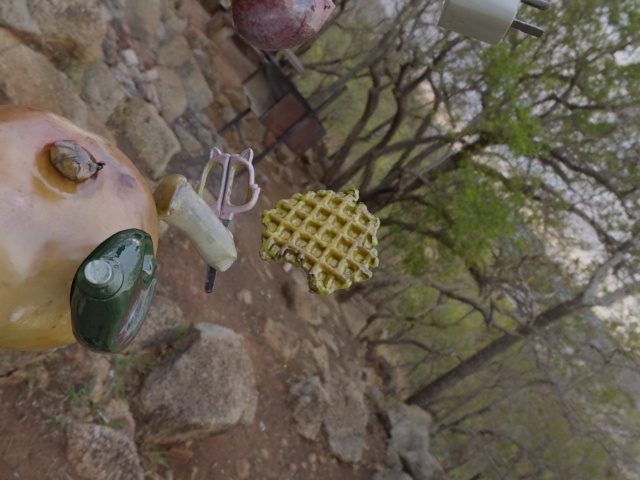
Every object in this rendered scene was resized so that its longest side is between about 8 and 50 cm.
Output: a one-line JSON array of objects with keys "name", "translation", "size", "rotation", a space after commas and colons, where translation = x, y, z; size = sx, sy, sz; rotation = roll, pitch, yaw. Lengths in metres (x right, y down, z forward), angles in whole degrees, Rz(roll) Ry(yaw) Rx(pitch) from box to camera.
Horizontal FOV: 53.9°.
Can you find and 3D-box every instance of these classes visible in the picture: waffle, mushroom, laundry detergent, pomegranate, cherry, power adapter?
[{"name": "waffle", "translation": [0.000, -0.001, 1.385], "size": [0.291, 0.291, 0.051], "rotation": [55, -17, 25]}, {"name": "mushroom", "translation": [-0.202, -0.018, 1.043], "size": [0.071, 0.084, 0.209], "rotation": [12, -29, 41]}, {"name": "laundry detergent", "translation": [-0.213, 0.045, 0.653], "size": [0.062, 0.137, 0.211], "rotation": [24, -20, -3]}, {"name": "pomegranate", "translation": [-0.370, -0.026, 0.810], "size": [0.338, 0.338, 0.338], "rotation": [48, 10, -11]}, {"name": "cherry", "translation": [-0.090, -0.534, 1.441], "size": [0.175, 0.249, 0.192], "rotation": [-62, 154, -72]}, {"name": "power adapter", "translation": [0.353, -0.468, 1.246], "size": [0.204, 0.130, 0.125], "rotation": [21, -15, 1]}]

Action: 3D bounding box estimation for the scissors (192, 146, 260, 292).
[{"name": "scissors", "translation": [-0.212, -0.045, 1.333], "size": [0.024, 0.160, 0.318], "rotation": [40, 56, -70]}]
